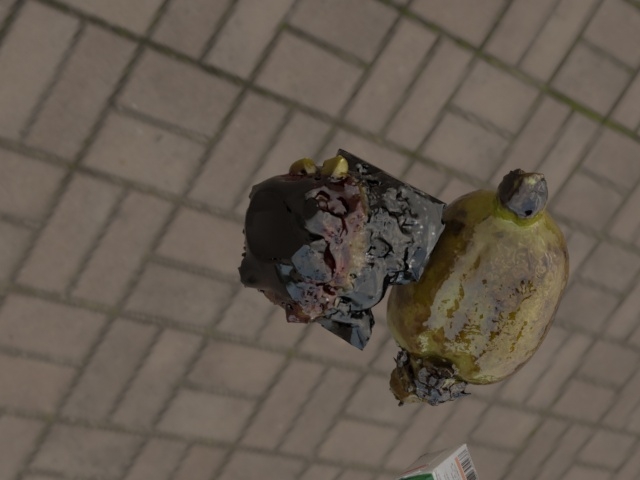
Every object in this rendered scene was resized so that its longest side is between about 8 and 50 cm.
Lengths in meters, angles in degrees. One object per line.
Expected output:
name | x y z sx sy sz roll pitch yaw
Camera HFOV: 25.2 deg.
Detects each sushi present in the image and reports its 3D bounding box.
sushi | 0.000 0.000 1.415 0.150 0.153 0.172 18 100 -50

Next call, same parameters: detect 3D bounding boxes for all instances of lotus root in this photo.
lotus root | 0.170 0.048 1.508 0.314 0.169 0.141 -64 174 35

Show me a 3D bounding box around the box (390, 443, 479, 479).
box | 0.176 0.389 1.926 0.081 0.199 0.135 -23 177 27
